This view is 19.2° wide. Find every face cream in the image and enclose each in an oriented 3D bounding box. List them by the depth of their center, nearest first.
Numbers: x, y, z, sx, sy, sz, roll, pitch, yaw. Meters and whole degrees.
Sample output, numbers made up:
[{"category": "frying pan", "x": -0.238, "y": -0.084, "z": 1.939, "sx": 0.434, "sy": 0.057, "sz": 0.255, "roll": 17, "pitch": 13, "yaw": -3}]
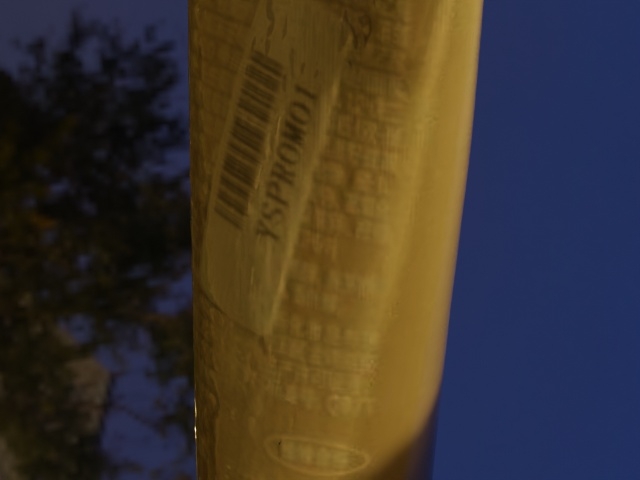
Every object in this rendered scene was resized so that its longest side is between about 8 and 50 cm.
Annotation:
[{"category": "face cream", "x": 0.000, "y": 0.000, "z": 0.653, "sx": 0.137, "sy": 0.084, "sz": 0.341, "roll": 25, "pitch": -55, "yaw": 38}]
